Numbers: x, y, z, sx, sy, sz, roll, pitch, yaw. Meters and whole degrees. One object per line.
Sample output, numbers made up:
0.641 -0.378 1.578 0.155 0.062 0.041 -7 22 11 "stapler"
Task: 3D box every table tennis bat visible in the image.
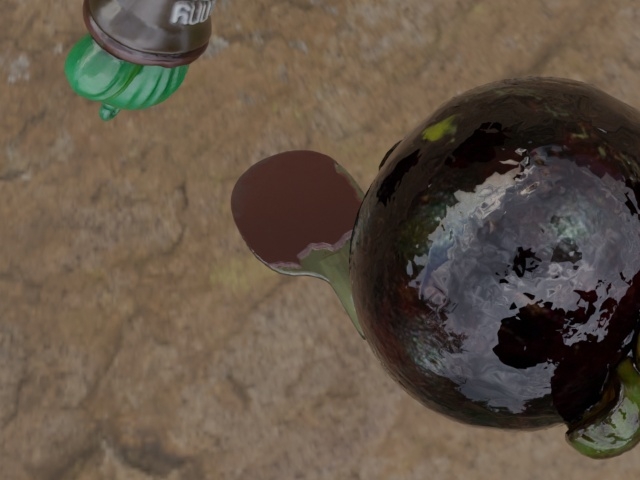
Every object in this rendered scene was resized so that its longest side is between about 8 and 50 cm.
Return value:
0.000 0.000 1.328 0.131 0.234 0.022 -23 147 -14 "table tennis bat"

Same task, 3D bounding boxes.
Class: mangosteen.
0.161 0.021 1.014 0.288 0.288 0.288 -4 117 -8 "mangosteen"

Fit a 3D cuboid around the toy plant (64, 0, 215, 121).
-0.153 -0.166 1.143 0.105 0.143 0.200 35 124 6 "toy plant"
